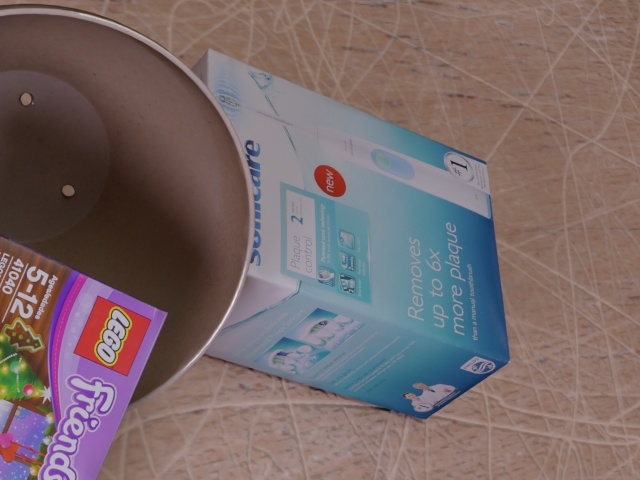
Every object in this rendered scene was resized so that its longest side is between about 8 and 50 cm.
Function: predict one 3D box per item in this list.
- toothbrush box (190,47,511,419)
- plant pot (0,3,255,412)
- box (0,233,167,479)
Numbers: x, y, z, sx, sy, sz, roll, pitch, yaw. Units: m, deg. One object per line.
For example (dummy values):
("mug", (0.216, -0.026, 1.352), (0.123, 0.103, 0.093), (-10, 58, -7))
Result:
("toothbrush box", (0.000, 0.000, 1.226), (0.295, 0.126, 0.216), (20, 49, -27))
("plant pot", (-0.204, -0.035, 1.010), (0.284, 0.284, 0.191), (27, 9, -22))
("box", (-0.242, 0.134, 0.870), (0.201, 0.057, 0.293), (27, 79, -22))
